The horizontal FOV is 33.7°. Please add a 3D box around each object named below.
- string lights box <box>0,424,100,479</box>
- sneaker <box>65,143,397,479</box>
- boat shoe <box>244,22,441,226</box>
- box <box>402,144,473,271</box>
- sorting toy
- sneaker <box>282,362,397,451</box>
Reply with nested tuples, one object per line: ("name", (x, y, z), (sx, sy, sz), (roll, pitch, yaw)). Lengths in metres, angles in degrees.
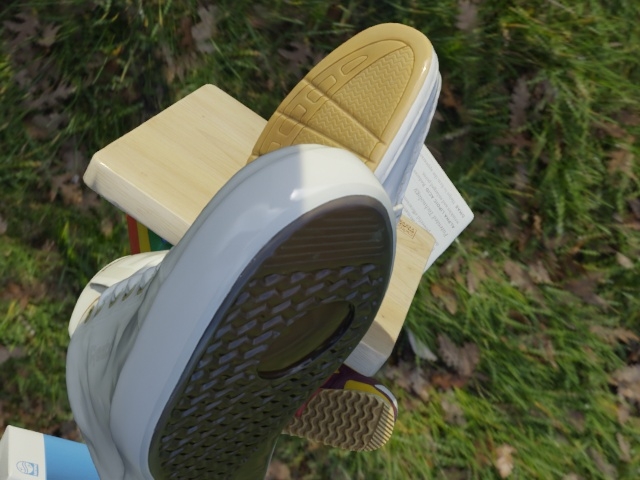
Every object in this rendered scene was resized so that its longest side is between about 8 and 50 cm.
("string lights box", (-0.196, 0.278, 1.006), (0.260, 0.076, 0.133), (21, 110, -26))
("sneaker", (-0.065, 0.036, 0.452), (0.106, 0.290, 0.123), (-20, 65, -32))
("boat shoe", (0.000, 0.000, 0.659), (0.096, 0.098, 0.277), (25, 99, -44))
("box", (0.036, -0.056, 1.155), (0.119, 0.181, 0.182), (-46, 114, -18))
("sorting toy", (-0.050, 0.001, 0.884), (0.257, 0.255, 0.089), (35, 115, 0))
("sneaker", (-0.024, 0.129, 0.916), (0.186, 0.084, 0.069), (21, 99, 3))
